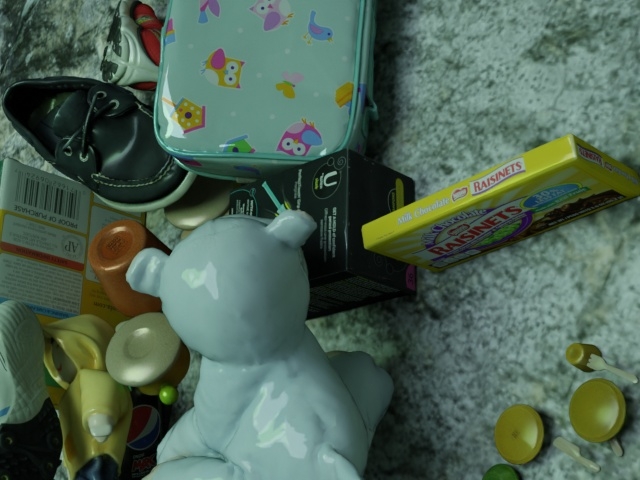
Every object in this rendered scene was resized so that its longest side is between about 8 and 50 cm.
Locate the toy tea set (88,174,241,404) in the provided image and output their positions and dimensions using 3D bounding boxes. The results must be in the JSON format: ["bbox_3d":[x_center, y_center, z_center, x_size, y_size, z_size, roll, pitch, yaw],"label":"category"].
[{"bbox_3d":[-0.138,0.084,1.058,0.200,0.124,0.336,-24,50,3],"label":"toy tea set"}]

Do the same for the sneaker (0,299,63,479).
[{"bbox_3d":[-0.317,0.173,0.964,0.086,0.085,0.237,-36,50,26],"label":"sneaker"}]

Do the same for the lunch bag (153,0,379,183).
[{"bbox_3d":[-0.047,-0.189,0.986,0.224,0.108,0.279,4,78,4],"label":"lunch bag"}]

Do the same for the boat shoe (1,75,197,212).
[{"bbox_3d":[-0.270,-0.130,1.119,0.340,0.113,0.127,31,88,45],"label":"boat shoe"}]

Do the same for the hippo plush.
[{"bbox_3d":[-0.076,0.104,0.765,0.234,0.236,0.294,-24,10,4],"label":"hippo plush"}]

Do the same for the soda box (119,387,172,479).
[{"bbox_3d":[-0.212,0.211,1.100,0.060,0.053,0.169,-2,74,46],"label":"soda box"}]

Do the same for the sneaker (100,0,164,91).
[{"bbox_3d":[-0.220,-0.242,1.248,0.279,0.118,0.107,-113,42,-63],"label":"sneaker"}]

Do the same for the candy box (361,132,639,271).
[{"bbox_3d":[0.144,-0.024,0.785,0.206,0.105,0.027,-25,58,38],"label":"candy box"}]

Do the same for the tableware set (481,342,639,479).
[{"bbox_3d":[0.183,0.153,0.741,0.104,0.024,0.154,28,97,51],"label":"tableware set"}]

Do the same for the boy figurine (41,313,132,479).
[{"bbox_3d":[-0.247,0.205,1.012,0.177,0.092,0.285,130,135,-56],"label":"boy figurine"}]

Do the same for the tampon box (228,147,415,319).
[{"bbox_3d":[0.000,0.000,0.926,0.161,0.101,0.120,-16,65,41],"label":"tampon box"}]

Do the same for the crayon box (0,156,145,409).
[{"bbox_3d":[-0.326,0.086,1.153,0.083,0.203,0.323,-20,61,40],"label":"crayon box"}]
